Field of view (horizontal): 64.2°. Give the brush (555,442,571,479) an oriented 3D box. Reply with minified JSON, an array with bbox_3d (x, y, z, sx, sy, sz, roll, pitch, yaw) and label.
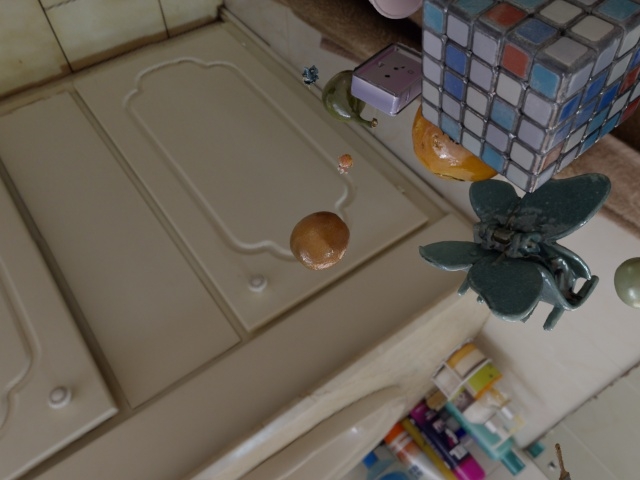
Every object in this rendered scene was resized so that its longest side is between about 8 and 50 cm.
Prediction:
[{"bbox_3d":[0.704,0.665,1.481,0.043,0.169,0.014,-21,-169,-28],"label":"brush"}]

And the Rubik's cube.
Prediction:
[{"bbox_3d":[0.368,-0.314,0.873,0.287,0.292,0.293,-37,147,-12],"label":"Rubik's cube"}]

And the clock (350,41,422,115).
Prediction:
[{"bbox_3d":[0.187,-0.405,1.269,0.193,0.145,0.073,-43,157,-31],"label":"clock"}]

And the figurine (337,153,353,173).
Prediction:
[{"bbox_3d":[0.076,-0.248,1.649,0.047,0.064,0.109,-27,174,-14],"label":"figurine"}]

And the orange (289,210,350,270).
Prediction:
[{"bbox_3d":[0.000,0.000,1.680,0.206,0.206,0.206,-31,151,-19],"label":"orange"}]

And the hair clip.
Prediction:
[{"bbox_3d":[0.444,0.044,1.175,0.392,0.318,0.238,-51,130,-16],"label":"hair clip"}]

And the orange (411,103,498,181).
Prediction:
[{"bbox_3d":[0.335,-0.250,1.178,0.246,0.246,0.246,-31,151,-19],"label":"orange"}]

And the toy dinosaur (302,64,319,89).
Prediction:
[{"bbox_3d":[-0.032,-0.482,1.496,0.047,0.030,0.083,-32,162,-11],"label":"toy dinosaur"}]

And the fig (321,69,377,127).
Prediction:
[{"bbox_3d":[0.104,-0.400,1.550,0.152,0.259,0.151,-22,150,-13],"label":"fig"}]

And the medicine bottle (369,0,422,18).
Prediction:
[{"bbox_3d":[0.147,-0.589,1.111,0.134,0.249,0.133,-3,133,-3],"label":"medicine bottle"}]

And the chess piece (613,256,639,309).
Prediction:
[{"bbox_3d":[0.839,0.095,1.130,0.331,0.182,0.182,-6,180,41],"label":"chess piece"}]
